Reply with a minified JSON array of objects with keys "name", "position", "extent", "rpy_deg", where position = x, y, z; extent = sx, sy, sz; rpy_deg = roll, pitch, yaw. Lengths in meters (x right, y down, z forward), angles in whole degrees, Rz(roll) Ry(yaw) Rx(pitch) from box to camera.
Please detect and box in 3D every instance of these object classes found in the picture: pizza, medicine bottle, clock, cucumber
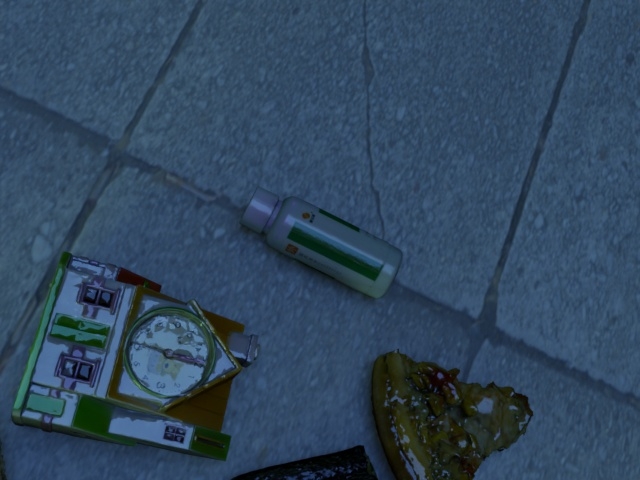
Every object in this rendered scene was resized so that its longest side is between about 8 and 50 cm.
[{"name":"pizza","position":[0.209,0.310,1.331],"extent":[0.288,0.074,0.251],"rpy_deg":[14,60,-13]},{"name":"medicine bottle","position":[0.000,0.000,1.381],"extent":[0.260,0.095,0.095],"rpy_deg":[27,67,-8]},{"name":"clock","position":[-0.244,0.171,1.213],"extent":[0.310,0.166,0.235],"rpy_deg":[16,69,-13]},{"name":"cucumber","position":[-0.030,0.353,1.269],"extent":[0.245,0.067,0.067],"rpy_deg":[-7,74,-20]}]

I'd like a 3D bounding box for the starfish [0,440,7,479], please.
[{"name":"starfish","position":[-0.449,0.419,1.053],"extent":[0.384,0.132,0.398],"rpy_deg":[26,65,33]}]
